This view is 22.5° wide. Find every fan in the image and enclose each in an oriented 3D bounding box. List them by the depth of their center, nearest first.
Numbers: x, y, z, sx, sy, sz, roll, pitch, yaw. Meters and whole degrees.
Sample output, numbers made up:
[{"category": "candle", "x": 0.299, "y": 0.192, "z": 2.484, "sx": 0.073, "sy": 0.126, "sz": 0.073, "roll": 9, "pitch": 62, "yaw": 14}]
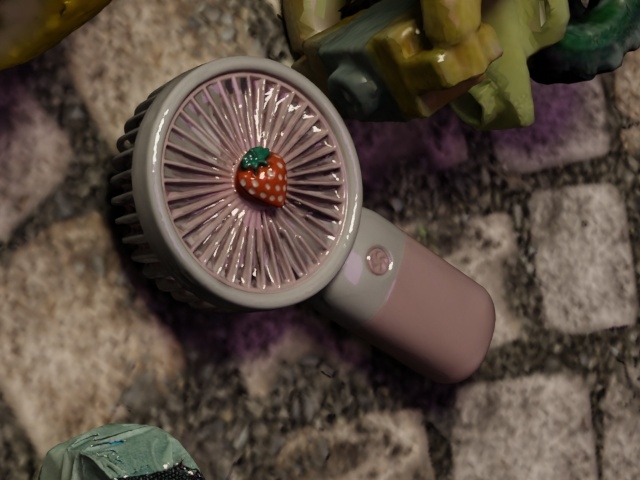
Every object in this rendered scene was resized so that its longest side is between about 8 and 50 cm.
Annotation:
[{"category": "fan", "x": 0.000, "y": 0.000, "z": 0.853, "sx": 0.244, "sy": 0.074, "sz": 0.130, "roll": 32, "pitch": 65, "yaw": -27}]

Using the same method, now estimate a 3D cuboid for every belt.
[{"category": "belt", "x": -0.084, "y": 0.154, "z": 0.751, "sx": 0.058, "sy": 0.105, "sz": 0.140, "roll": -11, "pitch": 83, "yaw": -40}]

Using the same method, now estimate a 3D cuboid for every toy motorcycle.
[{"category": "toy motorcycle", "x": 0.028, "y": -0.235, "z": 0.837, "sx": 0.237, "sy": 0.168, "sz": 0.410, "roll": -41, "pitch": 109, "yaw": -23}]

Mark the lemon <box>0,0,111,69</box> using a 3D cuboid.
[{"category": "lemon", "x": -0.169, "y": -0.205, "z": 0.675, "sx": 0.240, "sy": 0.240, "sz": 0.219, "roll": 29, "pitch": 56, "yaw": -28}]
